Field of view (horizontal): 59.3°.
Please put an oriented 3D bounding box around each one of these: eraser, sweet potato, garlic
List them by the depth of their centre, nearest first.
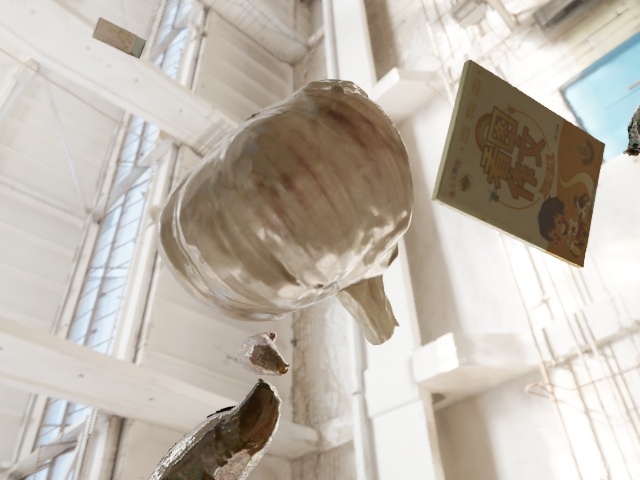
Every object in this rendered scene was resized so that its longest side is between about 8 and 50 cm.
[{"bbox_3d":[-0.104,0.190,0.358,0.062,0.081,0.233,45,-115,-11],"label":"sweet potato"},{"bbox_3d":[0.000,0.000,0.434,0.212,0.218,0.218,53,-149,-13],"label":"garlic"},{"bbox_3d":[-0.102,0.186,0.942,0.255,0.078,0.058,171,80,-81],"label":"sweet potato"},{"bbox_3d":[-0.348,-0.349,0.974,0.083,0.038,0.019,21,-178,-35],"label":"eraser"}]

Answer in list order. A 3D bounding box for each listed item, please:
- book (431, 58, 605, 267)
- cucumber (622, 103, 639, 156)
[{"bbox_3d":[0.295,-0.101,0.807,0.295,0.020,0.208,20,-102,-25],"label":"book"},{"bbox_3d":[0.336,-0.187,0.432,0.067,0.294,0.067,17,-150,-10],"label":"cucumber"}]
